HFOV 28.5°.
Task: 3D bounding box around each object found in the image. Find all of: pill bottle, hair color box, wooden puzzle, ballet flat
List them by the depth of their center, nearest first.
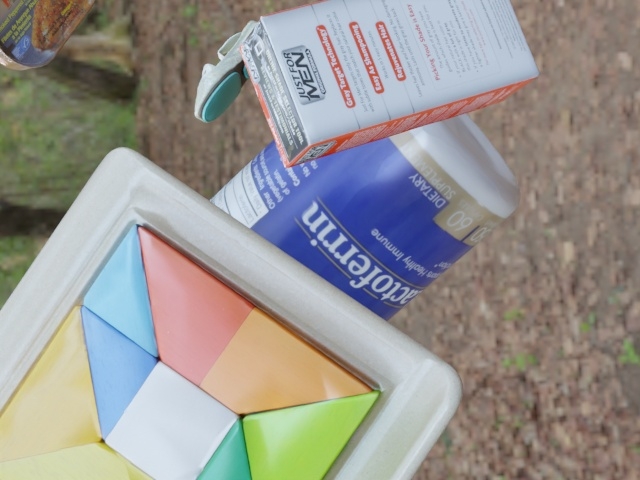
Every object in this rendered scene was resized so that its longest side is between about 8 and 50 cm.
[{"bbox_3d":[0.037,-0.094,0.659,0.072,0.141,0.043,70,156,6],"label":"hair color box"},{"bbox_3d":[-0.079,0.098,0.663,0.221,0.239,0.044,-56,-11,0],"label":"wooden puzzle"},{"bbox_3d":[0.000,0.000,0.908,0.265,0.153,0.153,-42,35,16],"label":"pill bottle"},{"bbox_3d":[-0.113,-0.207,1.539,0.052,0.168,0.057,28,149,21],"label":"ballet flat"}]

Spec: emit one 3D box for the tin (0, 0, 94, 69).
[{"bbox_3d":[-0.345,-0.289,1.530,0.106,0.040,0.189,53,-131,-34],"label":"tin"}]
